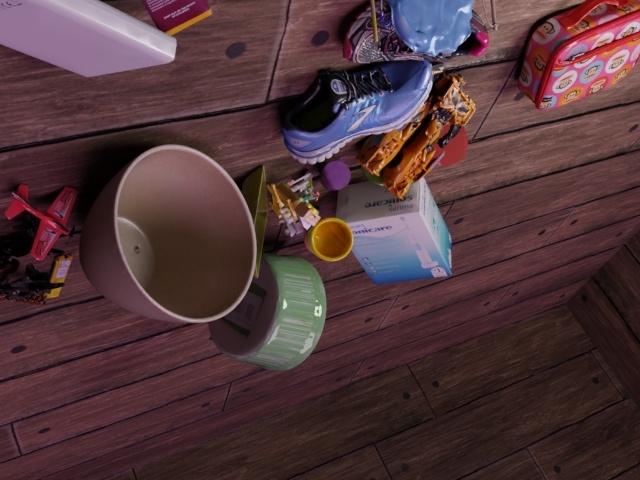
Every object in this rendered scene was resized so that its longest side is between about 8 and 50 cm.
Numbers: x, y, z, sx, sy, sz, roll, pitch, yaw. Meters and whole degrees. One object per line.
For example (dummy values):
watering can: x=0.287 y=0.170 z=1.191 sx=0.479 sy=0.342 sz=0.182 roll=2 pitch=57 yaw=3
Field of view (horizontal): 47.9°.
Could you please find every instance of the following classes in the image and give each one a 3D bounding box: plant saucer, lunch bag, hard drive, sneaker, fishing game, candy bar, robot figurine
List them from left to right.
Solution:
hard drive: x=-0.368 y=-0.286 z=0.924 sx=0.203 sy=0.040 sz=0.307 roll=2 pitch=173 yaw=35
candy bar: x=-0.566 y=0.083 z=1.545 sx=0.040 sy=0.018 sz=0.161 roll=-10 pitch=148 yaw=-40
plant saucer: x=-0.152 y=-0.040 z=1.585 sx=0.045 sy=0.188 sz=0.188 roll=5 pitch=150 yaw=2
sneaker: x=0.070 y=-0.271 z=1.405 sx=0.330 sy=0.129 sz=0.147 roll=-30 pitch=156 yaw=4
sneaker: x=0.179 y=-0.381 z=1.331 sx=0.299 sy=0.112 sz=0.121 roll=-17 pitch=152 yaw=-20
robot figurine: x=0.221 y=-0.241 z=1.568 sx=0.291 sy=0.085 sz=0.211 roll=-49 pitch=133 yaw=5
fishing game: x=0.196 y=-0.417 z=1.267 sx=0.264 sy=0.189 sz=0.041 roll=-16 pitch=-166 yaw=-22
lunch bag: x=0.606 y=-0.445 z=1.640 sx=0.293 sy=0.120 sz=0.258 roll=-24 pitch=150 yaw=-13

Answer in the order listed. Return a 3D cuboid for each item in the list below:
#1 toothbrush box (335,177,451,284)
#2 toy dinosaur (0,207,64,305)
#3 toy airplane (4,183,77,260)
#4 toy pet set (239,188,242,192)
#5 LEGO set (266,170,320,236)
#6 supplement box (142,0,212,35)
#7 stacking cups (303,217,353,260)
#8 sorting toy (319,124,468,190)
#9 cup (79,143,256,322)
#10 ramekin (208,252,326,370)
toothbrush box: x=0.190 y=-0.022 z=1.810 sx=0.216 sy=0.126 sz=0.295 roll=-9 pitch=145 yaw=23
toy dinosaur: x=-0.612 y=0.048 z=1.348 sx=0.218 sy=0.164 sz=0.322 roll=-16 pitch=174 yaw=7
toy airplane: x=-0.502 y=-0.042 z=1.294 sx=0.028 sy=0.151 sz=0.151 roll=2 pitch=173 yaw=35
toy pet set: x=-0.196 y=-0.030 z=1.582 sx=0.114 sy=0.065 sz=0.122 roll=-32 pitch=144 yaw=-36
LEGO set: x=-0.039 y=-0.093 z=1.603 sx=0.107 sy=0.132 sz=0.287 roll=-29 pitch=-179 yaw=-12
supplement box: x=-0.224 y=-0.377 z=0.951 sx=0.081 sy=0.104 sz=0.188 roll=-28 pitch=154 yaw=-2
stacking cups: x=0.000 y=0.000 z=1.693 sx=0.096 sy=0.096 sz=0.316 roll=-24 pitch=-177 yaw=-9
sorting toy: x=0.162 y=-0.192 z=1.707 sx=0.366 sy=0.127 sz=0.126 roll=-19 pitch=-178 yaw=-12
cup: x=-0.322 y=0.009 z=1.373 sx=0.237 sy=0.331 sz=0.331 roll=-16 pitch=165 yaw=37
ramekin: x=-0.146 y=0.172 z=1.814 sx=0.303 sy=0.303 sz=0.148 roll=-42 pitch=144 yaw=26
